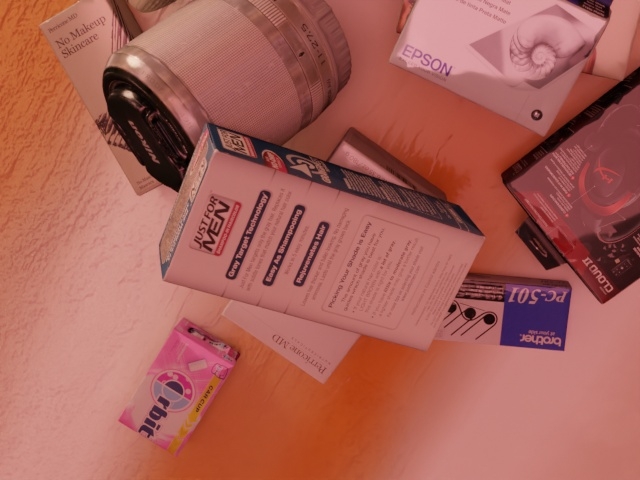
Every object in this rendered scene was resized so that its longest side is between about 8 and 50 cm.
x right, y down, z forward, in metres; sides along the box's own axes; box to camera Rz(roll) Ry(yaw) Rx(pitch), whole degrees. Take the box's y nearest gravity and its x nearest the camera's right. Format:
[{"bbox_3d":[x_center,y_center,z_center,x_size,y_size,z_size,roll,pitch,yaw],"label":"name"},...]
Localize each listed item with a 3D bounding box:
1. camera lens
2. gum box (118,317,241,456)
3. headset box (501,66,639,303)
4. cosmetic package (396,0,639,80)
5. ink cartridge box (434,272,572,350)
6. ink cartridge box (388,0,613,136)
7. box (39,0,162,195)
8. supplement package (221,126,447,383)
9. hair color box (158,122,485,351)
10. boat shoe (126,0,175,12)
[{"bbox_3d":[-0.124,-0.203,1.258,0.274,0.219,0.219,-41,96,-22],"label":"camera lens"},{"bbox_3d":[-0.212,0.219,1.486,0.107,0.062,0.188,32,104,-1],"label":"gum box"},{"bbox_3d":[0.406,-0.073,1.331,0.293,0.110,0.218,-39,95,12],"label":"headset box"},{"bbox_3d":[0.258,-0.306,1.280,0.296,0.153,0.129,13,105,5],"label":"cosmetic package"},{"bbox_3d":[0.254,0.101,1.418,0.207,0.046,0.097,4,103,5],"label":"ink cartridge box"},{"bbox_3d":[0.229,-0.273,1.190,0.223,0.045,0.223,25,107,0],"label":"ink cartridge box"},{"bbox_3d":[-0.273,-0.211,1.386,0.113,0.094,0.275,-29,98,11],"label":"box"},{"bbox_3d":[0.024,0.017,1.358,0.178,0.175,0.293,35,104,-4],"label":"supplement package"},{"bbox_3d":[0.000,0.000,1.164,0.347,0.105,0.173,17,111,-20],"label":"hair color box"},{"bbox_3d":[-0.112,-0.518,1.263,0.156,0.187,0.500,37,97,-1],"label":"boat shoe"}]
